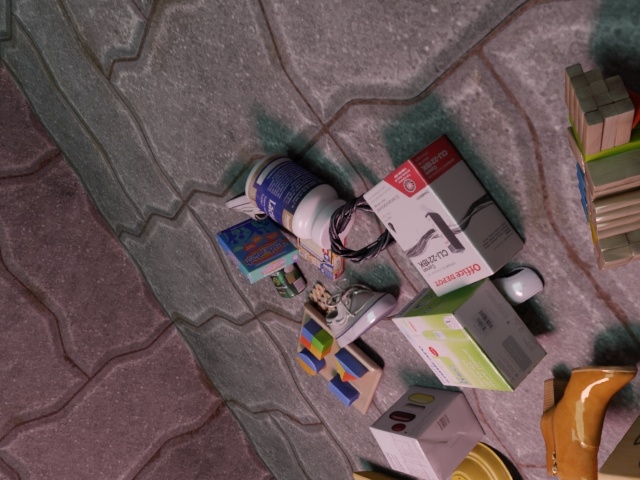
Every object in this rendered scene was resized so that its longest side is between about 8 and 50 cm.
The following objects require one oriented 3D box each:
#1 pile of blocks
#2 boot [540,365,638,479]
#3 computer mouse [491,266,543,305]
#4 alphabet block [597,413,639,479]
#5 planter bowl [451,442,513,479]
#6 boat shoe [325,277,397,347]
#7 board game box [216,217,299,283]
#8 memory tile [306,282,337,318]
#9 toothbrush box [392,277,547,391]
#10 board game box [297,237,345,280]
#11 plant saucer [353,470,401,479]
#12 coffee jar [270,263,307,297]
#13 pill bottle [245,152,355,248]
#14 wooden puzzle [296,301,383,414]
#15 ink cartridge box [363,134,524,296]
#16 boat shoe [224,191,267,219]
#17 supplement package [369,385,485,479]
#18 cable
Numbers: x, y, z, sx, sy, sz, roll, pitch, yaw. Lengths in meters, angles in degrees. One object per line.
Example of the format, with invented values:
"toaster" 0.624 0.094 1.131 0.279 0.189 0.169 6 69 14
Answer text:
"pile of blocks" 0.454 -0.109 0.994 0.112 0.149 0.362 -15 128 13
"boot" 0.517 0.357 1.260 0.295 0.104 0.211 116 158 -67
"computer mouse" 0.378 0.106 1.362 0.106 0.042 0.193 53 151 3
"alphabet block" 0.656 0.438 1.165 0.193 0.192 0.197 59 149 -5
"planter bowl" 0.419 0.663 1.779 0.217 0.090 0.217 39 138 47
"boat shoe" 0.086 0.175 1.782 0.156 0.136 0.367 53 160 8
"board game box" -0.183 0.018 1.911 0.210 0.160 0.047 44 151 40
"memory tile" 0.009 0.194 2.012 0.113 0.012 0.148 47 150 11
"toothbrush box" 0.312 0.206 1.431 0.206 0.122 0.283 52 161 -5
"board game box" 0.000 0.000 1.787 0.147 0.045 0.193 37 147 28
"plant saucer" 0.301 0.956 2.324 0.333 0.081 0.333 -6 117 57
"coffee jar" -0.121 0.082 2.012 0.096 0.079 0.184 -3 118 56
"pill bottle" -0.050 -0.097 1.649 0.264 0.153 0.153 35 146 29
"wooden puzzle" 0.037 0.393 2.095 0.322 0.080 0.348 40 150 22
"ink cartridge box" 0.243 -0.041 1.326 0.273 0.114 0.197 53 150 0
"boat shoe" -0.182 -0.104 1.899 0.267 0.096 0.088 -10 108 49
"supplement package" 0.284 0.513 1.767 0.203 0.194 0.149 -10 112 57
"cable" 0.095 -0.026 1.526 0.184 0.047 0.150 -30 115 20
